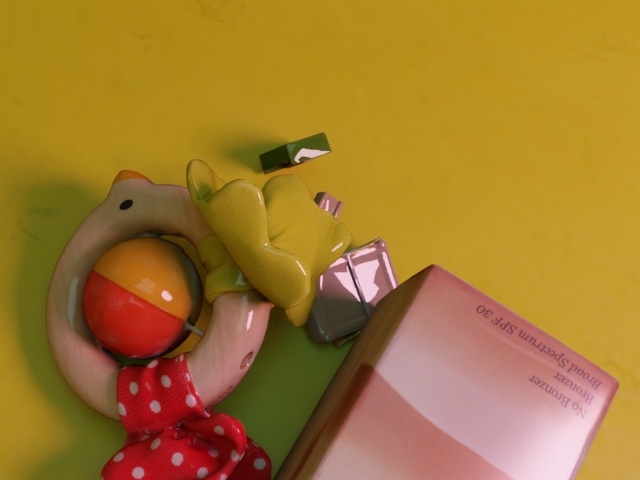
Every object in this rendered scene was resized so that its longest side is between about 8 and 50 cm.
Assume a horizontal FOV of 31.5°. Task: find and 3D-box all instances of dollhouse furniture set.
[{"bbox_3d":[0.000,0.000,0.841,0.076,0.058,0.151,-21,93,-21],"label":"dollhouse furniture set"}]

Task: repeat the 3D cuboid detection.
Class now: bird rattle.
[{"bbox_3d":[-0.095,0.061,0.767,0.207,0.143,0.253,28,99,28],"label":"bird rattle"}]

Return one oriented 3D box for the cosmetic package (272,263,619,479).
[{"bbox_3d":[0.044,0.183,0.716,0.153,0.129,0.296,32,70,-4],"label":"cosmetic package"}]
